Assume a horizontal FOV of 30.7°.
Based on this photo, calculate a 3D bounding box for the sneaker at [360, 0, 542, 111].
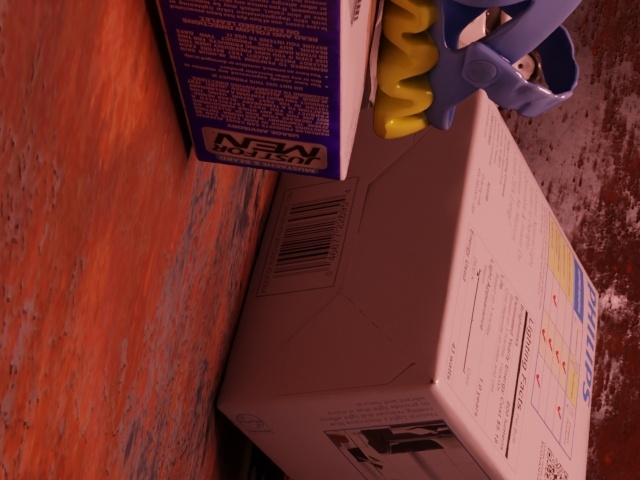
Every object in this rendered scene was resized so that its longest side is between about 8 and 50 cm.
[{"bbox_3d":[0.137,-0.306,1.252,0.169,0.258,0.447,-74,171,-50],"label":"sneaker"}]

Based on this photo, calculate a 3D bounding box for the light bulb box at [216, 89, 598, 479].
[{"bbox_3d":[0.115,0.102,1.193,0.361,0.225,0.357,53,39,-40],"label":"light bulb box"}]

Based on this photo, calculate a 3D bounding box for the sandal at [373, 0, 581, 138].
[{"bbox_3d":[0.108,-0.180,0.723,0.317,0.138,0.126,88,12,-59],"label":"sandal"}]

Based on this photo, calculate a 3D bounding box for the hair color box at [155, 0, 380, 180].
[{"bbox_3d":[-0.020,-0.189,0.627,0.339,0.110,0.185,91,9,-68],"label":"hair color box"}]

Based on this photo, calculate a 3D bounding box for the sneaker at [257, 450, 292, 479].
[{"bbox_3d":[-0.012,0.226,1.380,0.350,0.131,0.148,90,15,-47],"label":"sneaker"}]
